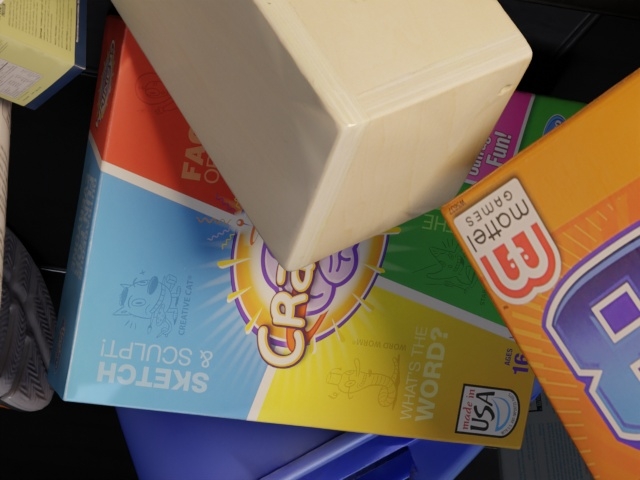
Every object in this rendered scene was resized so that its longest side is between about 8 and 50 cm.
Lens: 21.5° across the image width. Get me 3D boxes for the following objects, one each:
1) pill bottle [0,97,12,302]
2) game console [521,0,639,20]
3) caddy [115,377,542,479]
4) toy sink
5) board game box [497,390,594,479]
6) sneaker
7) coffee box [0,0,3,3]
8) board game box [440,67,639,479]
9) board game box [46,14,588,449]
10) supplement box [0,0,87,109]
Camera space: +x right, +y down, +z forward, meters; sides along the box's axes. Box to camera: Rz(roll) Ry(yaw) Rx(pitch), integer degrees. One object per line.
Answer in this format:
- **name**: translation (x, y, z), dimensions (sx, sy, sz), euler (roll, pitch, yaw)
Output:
- **pill bottle**: translation (-0.267, -0.011, 0.995), dimensions (0.160, 0.283, 0.160), euler (-3, 151, -1)
- **game console**: translation (0.137, -0.217, 0.758), dimensions (0.293, 0.173, 0.250), euler (6, 174, -17)
- **caddy**: translation (0.011, 0.147, 1.307), dimensions (0.341, 0.179, 0.241), euler (-30, 163, 10)
- **toy sink**: translation (-0.010, -0.131, 0.934), dimensions (0.131, 0.234, 0.152), euler (-24, 158, -25)
- **board game box**: translation (0.311, 0.201, 1.489), dimensions (0.304, 0.224, 0.097), euler (-4, 150, 4)
- **sneaker**: translation (-0.338, 0.033, 1.260), dimensions (0.180, 0.124, 0.321), euler (-12, 139, 24)
- **coffee box**: translation (-0.119, -0.314, 0.321), dimensions (0.338, 0.337, 0.334), euler (-41, 136, 21)
- **board game box**: translation (0.364, 0.014, 0.892), dimensions (0.356, 0.356, 0.356), euler (-21, 169, -45)
- **board game box**: translation (0.000, 0.000, 1.097), dimensions (0.317, 0.242, 0.064), euler (8, -174, -19)
- **supplement box**: translation (-0.186, -0.135, 0.984), dimensions (0.083, 0.083, 0.056), euler (20, 143, -37)
